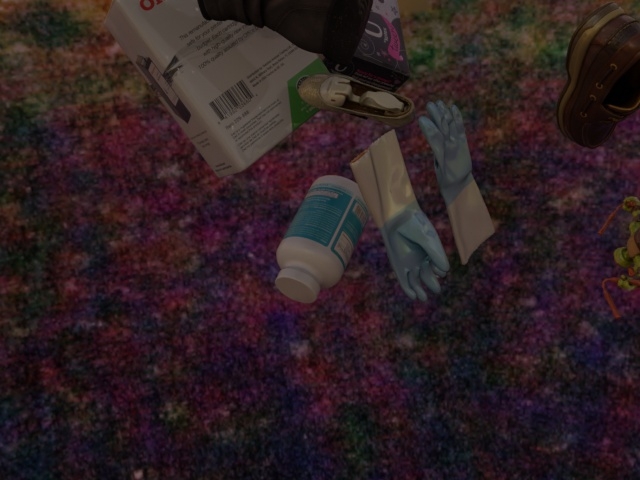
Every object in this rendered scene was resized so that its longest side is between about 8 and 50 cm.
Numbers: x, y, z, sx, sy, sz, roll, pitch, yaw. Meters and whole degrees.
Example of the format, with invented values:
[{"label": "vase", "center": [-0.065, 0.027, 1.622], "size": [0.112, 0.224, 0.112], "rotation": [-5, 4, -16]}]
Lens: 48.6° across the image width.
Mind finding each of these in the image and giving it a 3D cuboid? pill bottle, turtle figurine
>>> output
[{"label": "pill bottle", "center": [0.000, 0.000, 1.491], "size": [0.146, 0.146, 0.264], "rotation": [8, 54, 29]}, {"label": "turtle figurine", "center": [0.610, 0.007, 1.306], "size": [0.087, 0.217, 0.269], "rotation": [24, 55, -5]}]

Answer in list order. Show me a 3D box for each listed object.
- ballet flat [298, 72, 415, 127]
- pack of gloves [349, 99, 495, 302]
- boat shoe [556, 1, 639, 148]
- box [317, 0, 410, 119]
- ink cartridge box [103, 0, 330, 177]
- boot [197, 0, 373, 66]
[{"label": "ballet flat", "center": [0.052, -0.201, 0.978], "size": [0.168, 0.057, 0.052], "rotation": [14, -6, 2]}, {"label": "pack of gloves", "center": [0.152, -0.048, 0.890], "size": [0.195, 0.232, 0.046], "rotation": [-41, 31, -28]}, {"label": "boat shoe", "center": [0.255, -0.130, 0.631], "size": [0.064, 0.178, 0.060], "rotation": [-37, 62, -4]}, {"label": "box", "center": [0.046, -0.368, 1.254], "size": [0.163, 0.247, 0.142], "rotation": [11, -30, -29]}, {"label": "ink cartridge box", "center": [-0.142, -0.271, 1.048], "size": [0.211, 0.289, 0.121], "rotation": [-41, 16, -20]}, {"label": "boot", "center": [-0.035, -0.351, 0.766], "size": [0.223, 0.338, 0.118], "rotation": [20, 48, 2]}]
